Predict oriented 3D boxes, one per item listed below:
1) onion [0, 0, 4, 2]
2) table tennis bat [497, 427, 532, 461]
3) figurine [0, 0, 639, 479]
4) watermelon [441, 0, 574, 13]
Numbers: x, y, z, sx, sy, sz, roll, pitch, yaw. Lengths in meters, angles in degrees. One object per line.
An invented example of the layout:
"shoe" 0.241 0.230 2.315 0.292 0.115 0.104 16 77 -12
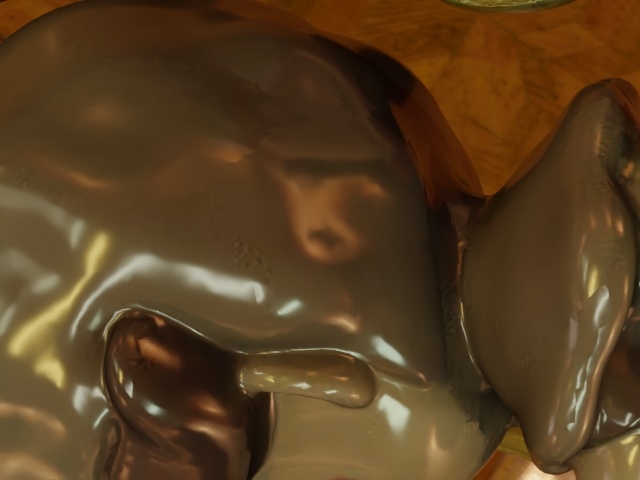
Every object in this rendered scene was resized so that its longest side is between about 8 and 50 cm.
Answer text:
"onion" -0.171 -0.267 0.815 0.260 0.336 0.282 11 136 1
"table tennis bat" 0.177 0.227 1.865 0.050 0.321 0.198 32 73 -40
"figurine" 0.017 0.009 0.477 0.380 0.248 0.203 -8 105 19
"watermelon" 0.076 -0.131 0.581 0.105 0.062 0.105 -3 79 17
